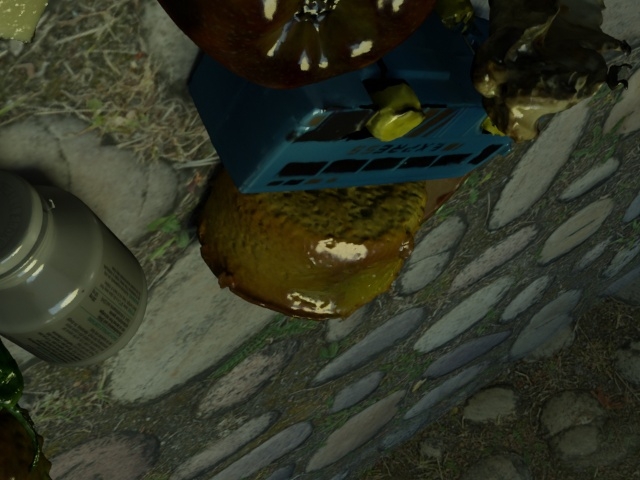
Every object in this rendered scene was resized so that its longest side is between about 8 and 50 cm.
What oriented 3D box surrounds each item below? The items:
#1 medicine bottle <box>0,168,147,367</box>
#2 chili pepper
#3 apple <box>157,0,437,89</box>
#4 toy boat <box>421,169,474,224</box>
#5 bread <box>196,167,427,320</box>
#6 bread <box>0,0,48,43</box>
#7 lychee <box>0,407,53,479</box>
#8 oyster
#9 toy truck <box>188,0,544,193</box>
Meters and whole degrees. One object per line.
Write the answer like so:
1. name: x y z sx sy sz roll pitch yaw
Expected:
1. medicine bottle: -0.247 0.024 0.814 0.135 0.135 0.215 -35 155 -4
2. chili pepper: -0.335 0.096 0.802 0.065 0.122 0.279 -23 137 27
3. apple: -0.016 -0.214 0.592 0.230 0.230 0.230 -29 155 -16
4. toy boat: 0.162 -0.126 1.141 0.293 0.108 0.099 -52 -164 23
5. bread: 0.003 0.002 1.020 0.260 0.147 0.160 6 137 -25
6. bread: -0.246 -0.171 0.602 0.153 0.028 0.068 -3 139 -49
7. lychee: -0.394 0.258 0.894 0.270 0.270 0.320 -40 115 7
8. oyster: 0.231 -0.218 0.894 0.133 0.337 0.198 -12 132 36
9. toy truck: 0.064 -0.147 0.912 0.385 0.161 0.162 -9 155 -46
